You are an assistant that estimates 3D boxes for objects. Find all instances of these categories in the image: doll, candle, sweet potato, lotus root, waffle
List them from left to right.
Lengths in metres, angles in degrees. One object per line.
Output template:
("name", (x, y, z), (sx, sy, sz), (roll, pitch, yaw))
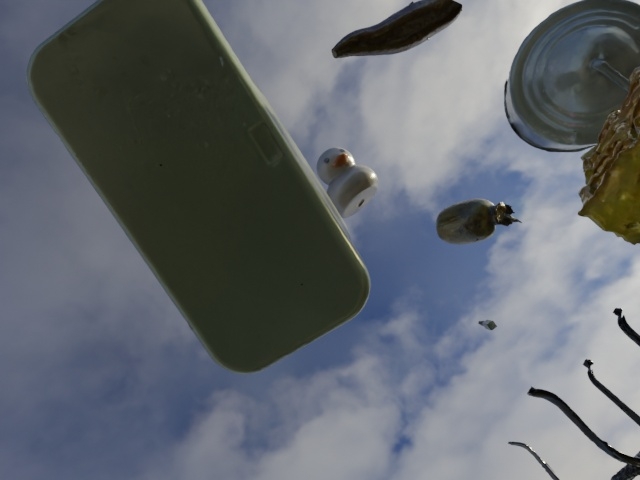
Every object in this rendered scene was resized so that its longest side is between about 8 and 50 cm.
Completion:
("doll", (0.072, -0.202, 1.479), (0.221, 0.221, 0.251), (-34, -20, -15))
("sweet potato", (0.139, -0.389, 0.820), (0.244, 0.077, 0.077), (-21, -64, 10))
("lotus root", (0.497, -0.067, 1.413), (0.154, 0.278, 0.153), (7, -102, -36))
("candle", (0.417, -0.257, 0.709), (0.343, 0.222, 0.221), (-19, -60, -67))
("waffle", (0.267, -0.130, 0.303), (0.219, 0.057, 0.229), (-36, -30, -54))

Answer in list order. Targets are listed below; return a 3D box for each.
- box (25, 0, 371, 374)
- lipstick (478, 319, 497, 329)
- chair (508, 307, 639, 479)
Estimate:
("box", (-0.102, -0.073, 0.548), (0.178, 0.344, 0.351), (-32, -83, 6))
("lipstick", (0.550, 0.278, 1.454), (0.025, 0.107, 0.025), (-34, -93, -4))
("chair", (0.316, 0.187, 0.395), (0.149, 0.213, 0.174), (-36, -41, -24))
